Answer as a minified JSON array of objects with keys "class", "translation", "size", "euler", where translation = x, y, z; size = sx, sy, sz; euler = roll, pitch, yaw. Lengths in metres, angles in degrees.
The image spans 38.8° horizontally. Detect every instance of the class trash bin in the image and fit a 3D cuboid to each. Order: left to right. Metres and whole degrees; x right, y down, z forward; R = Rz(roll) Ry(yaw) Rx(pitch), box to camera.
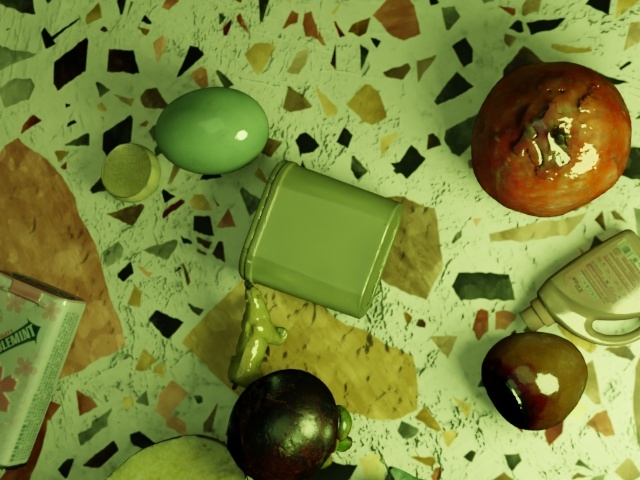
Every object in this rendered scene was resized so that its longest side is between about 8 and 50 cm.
[{"class":"trash bin","translation":[0.000,0.000,1.680],"size":[0.247,0.121,0.243],"euler":[20,88,16]}]

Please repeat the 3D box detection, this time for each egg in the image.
[{"class":"egg","translation":[-0.210,-0.209,1.746],"size":[0.231,0.168,0.168],"euler":[-4,81,21]}]

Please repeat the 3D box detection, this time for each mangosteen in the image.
[{"class":"mangosteen","translation":[-0.057,0.339,1.615],"size":[0.216,0.216,0.216],"euler":[-2,81,17]}]

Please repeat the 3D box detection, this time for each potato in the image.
[{"class":"potato","translation":[-0.268,0.491,1.693],"size":[0.299,0.116,0.239],"euler":[-31,80,-1]}]

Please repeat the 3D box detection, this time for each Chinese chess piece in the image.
[{"class":"Chinese chess piece","translation":[-0.386,-0.137,1.852],"size":[0.122,0.051,0.122],"euler":[-3,79,16]}]

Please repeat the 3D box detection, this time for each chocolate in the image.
[{"class":"chocolate","translation":[0.363,0.228,1.526],"size":[0.177,0.177,0.176],"euler":[-2,81,17]}]

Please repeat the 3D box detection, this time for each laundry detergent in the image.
[{"class":"laundry detergent","translation":[0.471,0.108,1.541],"size":[0.237,0.076,0.171],"euler":[-36,74,10]}]

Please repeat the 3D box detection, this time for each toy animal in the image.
[{"class":"toy animal","translation":[-0.127,0.186,1.694],"size":[0.103,0.101,0.218],"euler":[15,91,20]}]

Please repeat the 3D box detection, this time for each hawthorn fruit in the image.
[{"class":"hawthorn fruit","translation":[0.384,-0.169,1.495],"size":[0.276,0.307,0.276],"euler":[0,91,6]}]

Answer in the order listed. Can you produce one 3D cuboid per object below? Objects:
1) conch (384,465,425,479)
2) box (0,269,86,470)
[{"class":"conch","translation":[0.128,0.539,1.540],"size":[0.196,0.220,0.277],"euler":[-6,106,-18]},{"class":"box","translation":[-0.626,0.263,1.840],"size":[0.190,0.112,0.369],"euler":[21,91,19]}]
